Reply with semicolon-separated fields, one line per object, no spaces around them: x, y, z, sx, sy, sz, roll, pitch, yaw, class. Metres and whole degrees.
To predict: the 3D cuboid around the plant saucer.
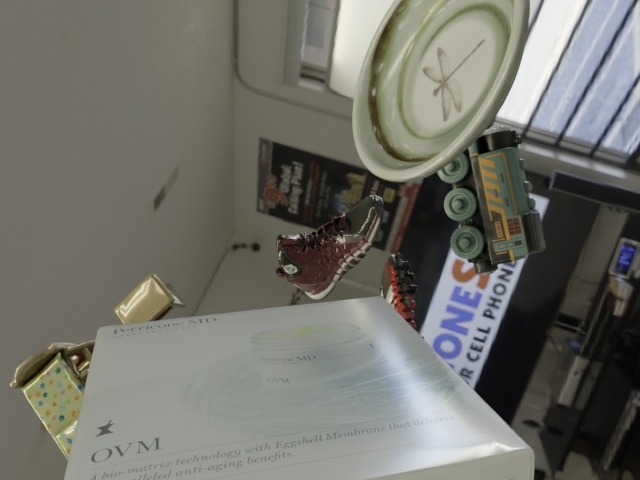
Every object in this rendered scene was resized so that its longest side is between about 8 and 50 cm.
0.206;-0.279;1.031;0.400;0.101;0.400;-32;51;50;plant saucer

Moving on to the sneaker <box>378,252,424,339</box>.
0.168;0.172;1.496;0.098;0.135;0.275;11;-109;-58;sneaker

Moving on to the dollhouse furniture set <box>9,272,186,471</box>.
-0.168;0.150;0.591;0.161;0.182;0.101;-43;-16;4;dollhouse furniture set

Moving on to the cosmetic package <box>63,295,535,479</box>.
-0.028;0.143;0.393;0.225;0.224;0.138;-136;43;-70;cosmetic package

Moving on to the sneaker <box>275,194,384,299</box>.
0.000;0.000;1.290;0.281;0.163;0.106;-55;24;26;sneaker

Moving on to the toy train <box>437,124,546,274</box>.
0.384;-0.093;1.399;0.142;0.190;0.333;-3;-98;-58;toy train
